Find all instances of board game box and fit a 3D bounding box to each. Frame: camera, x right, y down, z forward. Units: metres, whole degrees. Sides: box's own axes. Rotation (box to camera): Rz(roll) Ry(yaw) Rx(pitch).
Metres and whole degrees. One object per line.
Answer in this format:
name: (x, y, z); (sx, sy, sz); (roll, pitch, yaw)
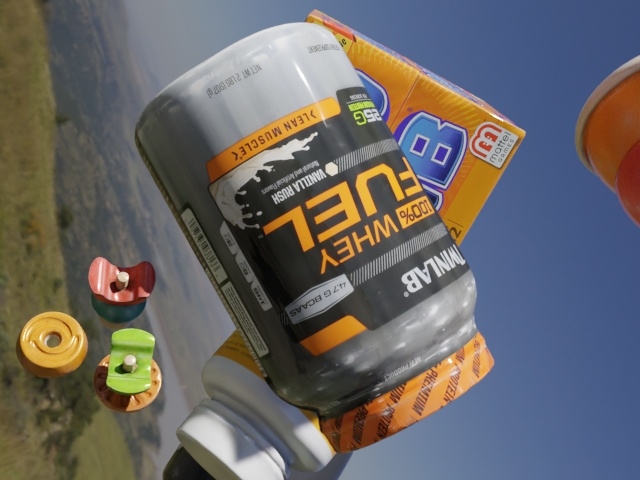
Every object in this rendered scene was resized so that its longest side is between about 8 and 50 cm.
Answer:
board game box: (0.060, -0.133, 1.410); (0.356, 0.356, 0.356); (-61, -173, 15)

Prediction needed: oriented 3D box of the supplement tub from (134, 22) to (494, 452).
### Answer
supplement tub: (0.000, 0.000, 0.429); (0.190, 0.117, 0.117); (60, -8, 3)

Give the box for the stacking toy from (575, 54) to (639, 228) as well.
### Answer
stacking toy: (0.630, -0.054, 1.383); (0.350, 0.351, 0.479); (81, 5, -54)

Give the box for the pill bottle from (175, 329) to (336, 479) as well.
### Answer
pill bottle: (-0.008, 0.092, 0.656); (0.117, 0.215, 0.117); (34, -25, 18)

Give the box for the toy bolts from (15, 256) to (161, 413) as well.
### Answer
toy bolts: (-0.351, 0.151, 1.346); (0.158, 0.218, 0.228); (117, -21, -56)

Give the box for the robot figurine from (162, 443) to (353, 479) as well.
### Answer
robot figurine: (-0.067, 0.239, 0.963); (0.173, 0.278, 0.209); (44, -19, -30)
